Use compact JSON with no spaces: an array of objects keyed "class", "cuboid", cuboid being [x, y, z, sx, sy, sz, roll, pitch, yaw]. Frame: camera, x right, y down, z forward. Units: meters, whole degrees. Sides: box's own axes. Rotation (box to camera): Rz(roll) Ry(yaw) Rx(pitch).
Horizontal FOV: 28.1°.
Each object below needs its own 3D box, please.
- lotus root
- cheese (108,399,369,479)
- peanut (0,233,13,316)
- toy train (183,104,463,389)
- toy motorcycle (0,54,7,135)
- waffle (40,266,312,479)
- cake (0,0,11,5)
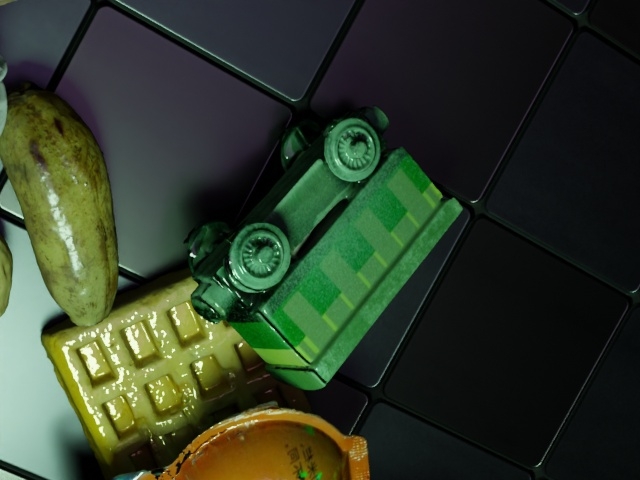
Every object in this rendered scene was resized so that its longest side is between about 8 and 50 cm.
[{"class":"lotus root","cuboid":[-0.260,-0.039,1.316,0.097,0.110,0.258,-5,111,27]},{"class":"cheese","cuboid":[-0.107,0.267,1.355,0.329,0.129,0.217,-12,126,-6]},{"class":"peanut","cuboid":[-0.384,0.027,1.287,0.159,0.109,0.140,39,117,-10]},{"class":"toy train","cuboid":[0.000,0.000,1.364,0.202,0.120,0.301,48,66,-20]},{"class":"toy motorcycle","cuboid":[-0.402,-0.107,1.239,0.260,0.171,0.110,-28,67,11]},{"class":"waffle","cuboid":[-0.153,0.150,1.413,0.248,0.055,0.221,-25,108,-10]},{"class":"cake","cuboid":[-0.351,-0.349,1.156,0.230,0.237,0.309,-28,110,-6]}]
